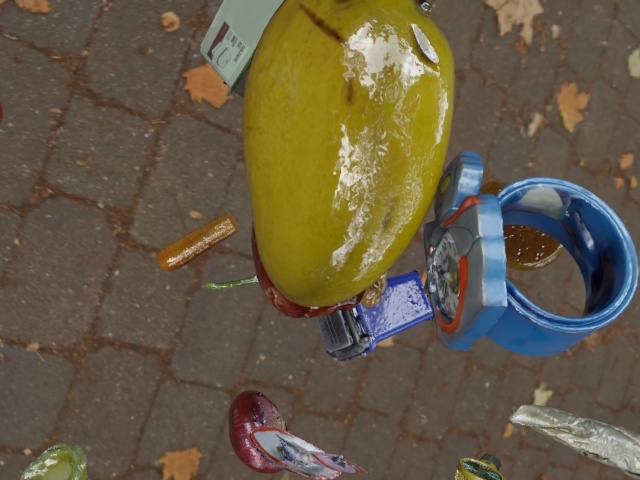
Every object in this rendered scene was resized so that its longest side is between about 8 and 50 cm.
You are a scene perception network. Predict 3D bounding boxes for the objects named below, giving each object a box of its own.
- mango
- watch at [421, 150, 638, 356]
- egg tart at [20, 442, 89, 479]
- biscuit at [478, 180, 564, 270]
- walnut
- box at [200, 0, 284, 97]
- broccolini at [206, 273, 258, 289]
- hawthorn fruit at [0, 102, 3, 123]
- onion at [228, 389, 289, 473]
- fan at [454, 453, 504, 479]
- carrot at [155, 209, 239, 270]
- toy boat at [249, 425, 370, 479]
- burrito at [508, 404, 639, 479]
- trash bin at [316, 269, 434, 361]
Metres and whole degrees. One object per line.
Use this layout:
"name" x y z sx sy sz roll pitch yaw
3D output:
"mango" 0.016 -0.121 0.998 0.221 0.301 0.444 -2 113 -53
"watch" 0.301 0.011 1.132 0.275 0.241 0.305 2 67 -8
"egg tart" -0.602 0.554 1.720 0.197 0.197 0.078 -44 126 -23
"biscuit" 0.366 -0.025 1.476 0.180 0.236 0.039 -35 134 -8
"walnut" 0.000 0.000 1.340 0.222 0.244 0.268 11 65 -78
"box" -0.051 -0.362 1.239 0.166 0.290 0.220 44 53 -3
"broccolini" -0.138 0.073 1.553 0.194 0.052 0.054 -11 102 -6
"hawthorn fruit" -0.715 -0.250 1.507 0.173 0.173 0.172 -11 107 -37
"onion" -0.179 0.552 2.185 0.161 0.248 0.248 -25 118 -6
"fan" 0.289 0.415 1.356 0.155 0.082 0.039 0 111 -64
"carrot" -0.305 0.008 1.855 0.225 0.067 0.067 -31 126 10
"toy boat" -0.001 0.445 1.559 0.219 0.318 0.071 44 57 -42
"burrito" 0.386 0.289 1.107 0.058 0.230 0.063 -58 159 -52
"trash bin" 0.123 0.154 1.668 0.235 0.184 0.162 -15 81 -32
